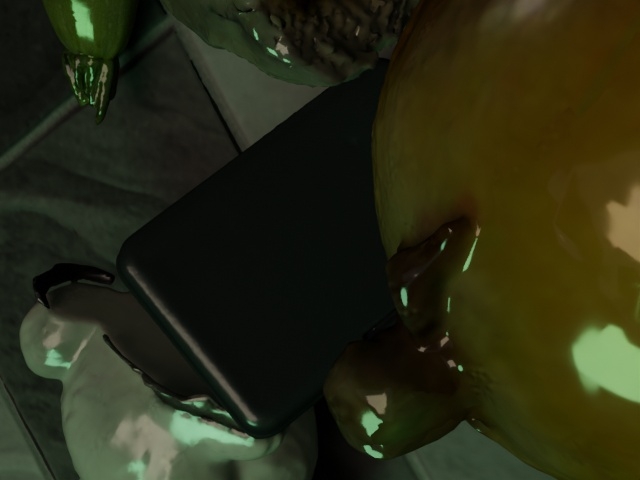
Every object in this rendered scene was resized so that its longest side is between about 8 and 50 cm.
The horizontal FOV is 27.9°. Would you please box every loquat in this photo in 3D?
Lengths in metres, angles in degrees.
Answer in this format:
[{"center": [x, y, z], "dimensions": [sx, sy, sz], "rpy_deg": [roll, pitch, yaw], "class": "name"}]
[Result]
[{"center": [0.157, -0.012, 0.613], "dimensions": [0.328, 0.359, 0.328], "rpy_deg": [52, 167, 16], "class": "loquat"}]

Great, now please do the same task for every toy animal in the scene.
[{"center": [-0.106, 0.195, 0.985], "dimensions": [0.258, 0.194, 0.357], "rpy_deg": [25, 126, 16], "class": "toy animal"}]

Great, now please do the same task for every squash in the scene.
[{"center": [-0.175, -0.254, 0.939], "dimensions": [0.094, 0.094, 0.340], "rpy_deg": [0, 102, 35], "class": "squash"}]

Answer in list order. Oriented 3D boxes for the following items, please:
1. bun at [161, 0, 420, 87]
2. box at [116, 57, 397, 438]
[{"center": [0.010, -0.237, 0.735], "dimensions": [0.282, 0.205, 0.281], "rpy_deg": [10, 105, 41], "class": "bun"}, {"center": [0.000, 0.000, 0.828], "dimensions": [0.160, 0.230, 0.050], "rpy_deg": [50, 168, 12], "class": "box"}]
